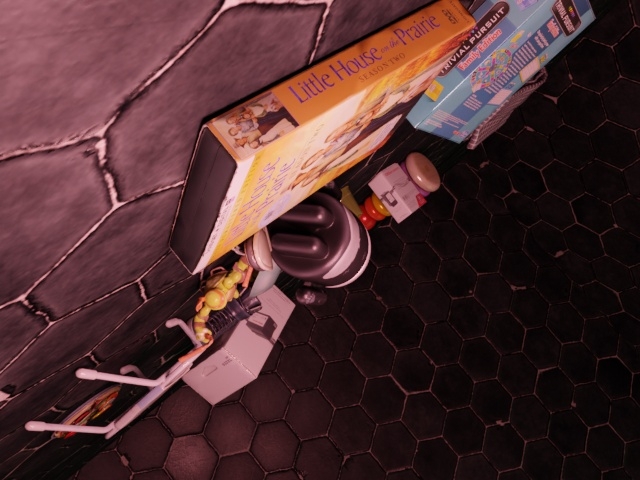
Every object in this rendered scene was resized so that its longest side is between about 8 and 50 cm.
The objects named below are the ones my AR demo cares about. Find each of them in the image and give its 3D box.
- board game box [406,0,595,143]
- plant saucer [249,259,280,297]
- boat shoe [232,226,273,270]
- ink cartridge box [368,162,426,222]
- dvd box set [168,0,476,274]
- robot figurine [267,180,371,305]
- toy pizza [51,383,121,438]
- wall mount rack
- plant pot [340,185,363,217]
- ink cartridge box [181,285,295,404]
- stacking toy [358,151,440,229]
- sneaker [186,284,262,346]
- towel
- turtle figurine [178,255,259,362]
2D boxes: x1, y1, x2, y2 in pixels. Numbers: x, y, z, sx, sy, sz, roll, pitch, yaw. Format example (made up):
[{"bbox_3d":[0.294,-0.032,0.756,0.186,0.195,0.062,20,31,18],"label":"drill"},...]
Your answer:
[{"bbox_3d":[0.315,-0.330,1.054,0.336,0.079,0.253,-44,161,24],"label":"board game box"},{"bbox_3d":[-0.097,0.045,1.274,0.195,0.037,0.195,-63,-179,2],"label":"plant saucer"},{"bbox_3d":[-0.115,0.010,0.946,0.064,0.075,0.206,-14,-166,-1],"label":"boat shoe"},{"bbox_3d":[0.228,-0.142,1.736,0.063,0.151,0.109,-40,175,41],"label":"ink cartridge box"},{"bbox_3d":[-0.002,-0.139,0.790,0.420,0.062,0.308,-37,173,-32],"label":"dvd box set"},{"bbox_3d":[-0.002,0.002,1.156,0.209,0.174,0.278,-45,159,6],"label":"robot figurine"},{"bbox_3d":[-0.586,0.439,1.488,0.201,0.032,0.201,-40,174,-5],"label":"toy pizza"},{"bbox_3d":[-0.409,0.303,1.218,0.350,0.130,0.304,-43,177,25],"label":"wall mount rack"},{"bbox_3d":[0.065,-0.083,1.498,0.083,0.079,0.083,-39,174,-5],"label":"plant pot"},{"bbox_3d":[-0.229,0.288,1.681,0.223,0.129,0.307,-38,-167,36],"label":"ink cartridge box"},{"bbox_3d":[0.220,-0.137,1.888,0.330,0.141,0.141,-38,176,34],"label":"stacking toy"},{"bbox_3d":[-0.239,0.188,1.490,0.163,0.086,0.226,-32,-176,12],"label":"sneaker"},{"bbox_3d":[0.530,-0.415,1.760,0.283,0.121,0.235,-35,171,-37],"label":"towel"},{"bbox_3d":[-0.203,0.108,1.188,0.270,0.087,0.217,-57,-179,9],"label":"turtle figurine"}]
